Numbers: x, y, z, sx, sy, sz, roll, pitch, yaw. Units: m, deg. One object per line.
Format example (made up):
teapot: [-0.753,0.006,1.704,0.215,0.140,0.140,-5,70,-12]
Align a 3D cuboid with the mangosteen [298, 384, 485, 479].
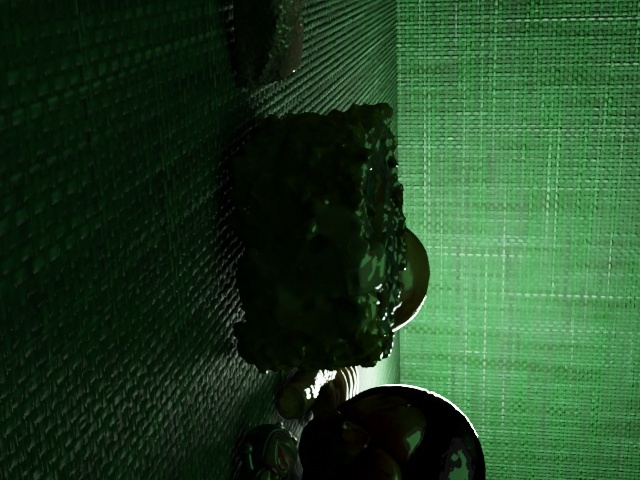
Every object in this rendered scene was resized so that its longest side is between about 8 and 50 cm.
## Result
mangosteen: [0.123,0.466,1.807,0.435,0.381,0.382,20,71,-63]

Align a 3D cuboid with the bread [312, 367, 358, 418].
bread: [0.034,0.323,2.032,0.225,0.081,0.134,-22,114,-77]

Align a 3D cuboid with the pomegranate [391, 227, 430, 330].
pomegranate: [0.085,0.048,1.846,0.229,0.251,0.271,38,53,-52]

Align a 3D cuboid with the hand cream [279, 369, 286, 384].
hand cream: [-0.060,0.175,1.673,0.057,0.037,0.165,-63,158,-66]

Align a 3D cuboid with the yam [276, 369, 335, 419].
yam: [-0.024,0.273,1.775,0.299,0.066,0.066,-23,114,-78]

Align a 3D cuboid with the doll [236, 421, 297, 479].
doll: [-0.085,0.340,1.415,0.114,0.085,0.152,60,39,-34]

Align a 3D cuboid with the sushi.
sushi: [0.000,0.000,1.417,0.351,0.239,0.397,-56,143,-69]

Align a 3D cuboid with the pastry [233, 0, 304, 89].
pastry: [-0.076,-0.335,1.308,0.103,0.112,0.265,-61,151,-45]
